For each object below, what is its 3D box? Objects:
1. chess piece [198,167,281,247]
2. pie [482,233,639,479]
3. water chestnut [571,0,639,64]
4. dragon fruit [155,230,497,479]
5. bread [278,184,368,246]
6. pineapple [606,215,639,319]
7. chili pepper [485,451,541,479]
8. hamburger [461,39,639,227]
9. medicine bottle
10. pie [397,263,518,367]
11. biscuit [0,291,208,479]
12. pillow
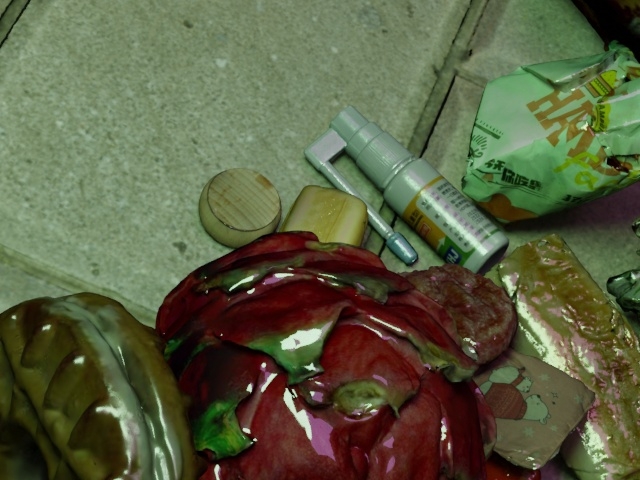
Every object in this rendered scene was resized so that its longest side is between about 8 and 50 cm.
[{"bbox_3d":[-0.080,-0.033,1.691,0.083,0.038,0.084,6,56,-10],"label":"chess piece"},{"bbox_3d":[0.260,0.131,1.663,0.128,0.068,0.282,-21,68,-18],"label":"pie"},{"bbox_3d":[0.431,-0.327,1.872,0.347,0.335,0.335,34,51,-30],"label":"water chestnut"},{"bbox_3d":[-0.013,0.152,1.439,0.329,0.329,0.329,7,58,-11],"label":"dragon fruit"},{"bbox_3d":[0.000,0.000,1.681,0.082,0.056,0.115,13,47,6],"label":"bread"},{"bbox_3d":[0.411,-0.015,1.698,0.262,0.262,0.272,41,84,11],"label":"pineapple"},{"bbox_3d":[0.149,0.228,1.577,0.123,0.073,0.070,7,100,-8],"label":"chili pepper"},{"bbox_3d":[0.266,-0.120,1.740,0.125,0.214,0.235,61,35,-22],"label":"hamburger"},{"bbox_3d":[0.085,-0.042,1.731,0.092,0.061,0.221,-42,75,-11],"label":"medicine bottle"},{"bbox_3d":[0.114,0.073,1.621,0.154,0.036,0.154,2,37,-1],"label":"pie"},{"bbox_3d":[-0.205,0.202,1.355,0.103,0.332,0.332,-1,58,-37],"label":"biscuit"},{"bbox_3d":[0.127,0.135,1.608,0.248,0.049,0.135,25,46,21],"label":"pillow"}]
